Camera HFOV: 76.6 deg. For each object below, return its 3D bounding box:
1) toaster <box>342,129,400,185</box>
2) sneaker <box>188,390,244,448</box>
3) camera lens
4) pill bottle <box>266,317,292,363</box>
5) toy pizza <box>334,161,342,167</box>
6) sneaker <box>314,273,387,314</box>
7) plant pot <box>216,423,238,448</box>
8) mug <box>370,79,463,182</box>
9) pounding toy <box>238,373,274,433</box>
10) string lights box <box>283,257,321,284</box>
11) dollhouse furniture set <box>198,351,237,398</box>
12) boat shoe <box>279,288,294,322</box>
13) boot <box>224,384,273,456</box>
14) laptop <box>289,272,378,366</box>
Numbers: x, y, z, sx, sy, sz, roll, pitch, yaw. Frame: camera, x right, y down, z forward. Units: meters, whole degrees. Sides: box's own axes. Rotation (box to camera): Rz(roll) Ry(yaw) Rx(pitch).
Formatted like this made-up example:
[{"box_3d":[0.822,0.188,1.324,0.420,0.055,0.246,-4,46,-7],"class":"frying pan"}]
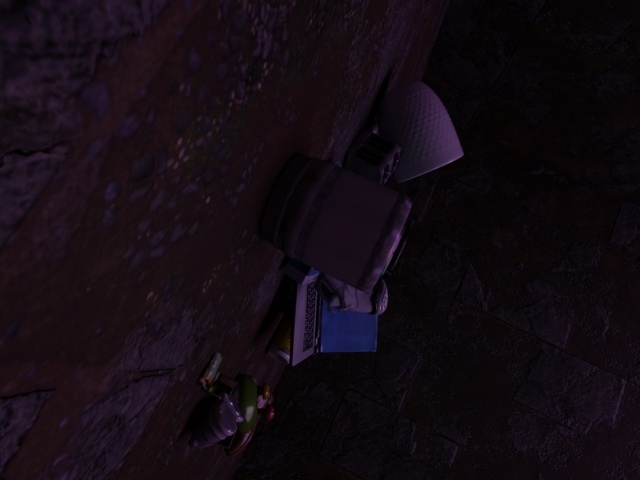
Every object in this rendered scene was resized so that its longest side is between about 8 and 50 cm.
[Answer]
[{"box_3d":[0.181,-0.294,1.468,0.168,0.185,0.110,-51,164,-32],"class":"toaster"},{"box_3d":[-0.283,0.471,1.081,0.115,0.105,0.281,-29,170,-9],"class":"sneaker"},{"box_3d":[0.041,-0.036,0.854,0.219,0.274,0.219,25,90,-83],"class":"camera lens"},{"box_3d":[-0.134,0.411,1.745,0.117,0.117,0.215,104,13,-57],"class":"pill bottle"},{"box_3d":[0.007,-0.144,1.210,0.201,0.032,0.201,-60,168,-20],"class":"toy pizza"},{"box_3d":[0.086,0.078,1.364,0.137,0.210,0.366,124,-41,-56],"class":"sneaker"},{"box_3d":[-0.300,0.576,1.262,0.083,0.081,0.081,-81,-166,-77],"class":"plant pot"},{"box_3d":[0.337,-0.423,1.611,0.276,0.328,0.374,-28,-172,-34],"class":"mug"},{"box_3d":[-0.212,0.537,1.350,0.237,0.110,0.183,114,-26,-72],"class":"pounding toy"},{"box_3d":[0.000,0.000,1.221,0.260,0.076,0.133,-61,163,12],"class":"string lights box"},{"box_3d":[-0.235,0.325,0.950,0.152,0.058,0.076,104,13,-58],"class":"dollhouse furniture set"},{"box_3d":[-0.098,0.265,1.561,0.102,0.108,0.301,-63,170,-12],"class":"boat shoe"},{"box_3d":[-0.330,0.768,1.749,0.305,0.112,0.115,-57,140,-27],"class":"boot"},{"box_3d":[0.070,0.236,1.471,0.408,0.236,0.382,19,73,-74],"class":"laptop"}]
